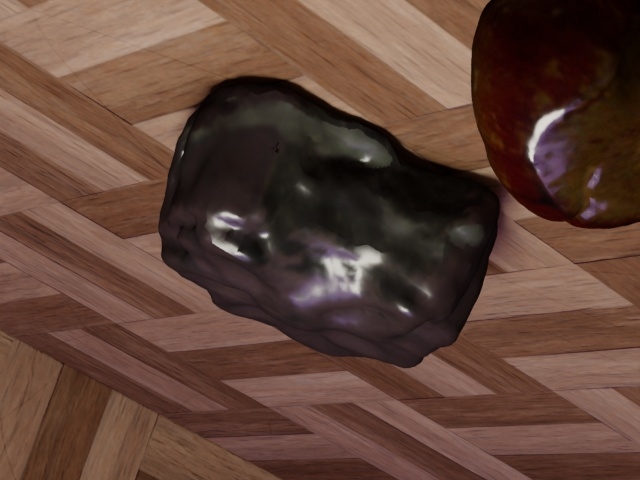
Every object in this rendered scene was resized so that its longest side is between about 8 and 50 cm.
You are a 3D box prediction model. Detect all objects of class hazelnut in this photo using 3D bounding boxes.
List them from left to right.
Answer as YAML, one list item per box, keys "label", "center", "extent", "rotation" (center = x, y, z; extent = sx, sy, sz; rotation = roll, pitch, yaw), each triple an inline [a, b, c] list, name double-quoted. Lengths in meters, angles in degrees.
- label: "hazelnut"
  center: [0.236, -0.129, 1.561]
  extent: [0.218, 0.218, 0.234]
  rotation: [5, 135, 31]

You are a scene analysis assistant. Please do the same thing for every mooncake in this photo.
- label: "mooncake"
  center: [0.000, 0.000, 2.038]
  extent: [0.381, 0.212, 0.350]
  rotation: [20, 165, 2]
